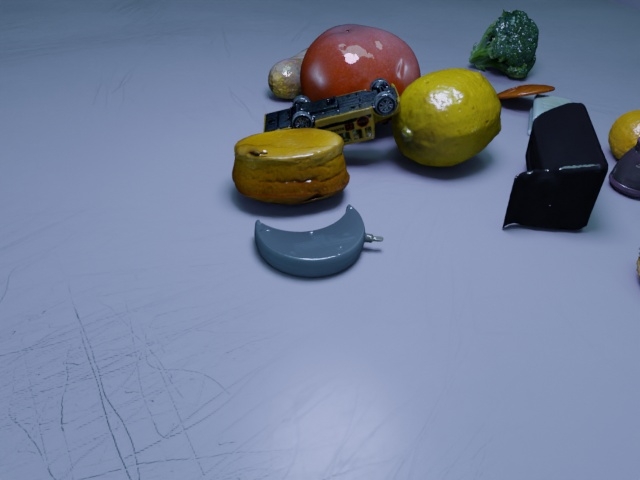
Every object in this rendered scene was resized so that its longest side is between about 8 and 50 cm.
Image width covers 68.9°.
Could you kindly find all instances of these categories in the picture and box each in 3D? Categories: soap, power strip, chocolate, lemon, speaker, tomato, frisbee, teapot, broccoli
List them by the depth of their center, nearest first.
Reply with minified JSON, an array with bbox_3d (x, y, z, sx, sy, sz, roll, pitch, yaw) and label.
[{"bbox_3d":[0.000,0.000,0.939,0.254,0.054,0.167,-9,43,-14],"label":"power strip"},{"bbox_3d":[0.541,-0.183,1.116,0.184,0.179,0.388,9,39,14],"label":"speaker"},{"bbox_3d":[0.819,-0.184,1.156,0.148,0.145,0.116,21,42,20],"label":"teapot"},{"bbox_3d":[0.328,-0.316,1.204,0.320,0.245,0.245,-26,48,-25],"label":"lemon"},{"bbox_3d":[0.879,-0.279,1.285,0.143,0.142,0.187,4,44,0],"label":"lemon"},{"bbox_3d":[0.114,-0.472,1.334,0.342,0.272,0.341,-8,28,4],"label":"tomato"},{"bbox_3d":[0.720,-0.386,1.459,0.119,0.066,0.198,15,41,16],"label":"soap"},{"bbox_3d":[-0.059,-0.568,1.565,0.134,0.134,0.309,26,43,24],"label":"chocolate"},{"bbox_3d":[0.681,-0.504,1.565,0.192,0.035,0.192,-8,16,2],"label":"frisbee"},{"bbox_3d":[0.713,-0.741,1.796,0.246,0.264,0.295,-8,15,47],"label":"broccoli"}]

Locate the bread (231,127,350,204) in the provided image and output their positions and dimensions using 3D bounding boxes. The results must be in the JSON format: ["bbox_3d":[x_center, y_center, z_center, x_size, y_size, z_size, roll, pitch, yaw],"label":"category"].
[{"bbox_3d":[-0.067,-0.167,1.066,0.270,0.142,0.195,-8,32,-10],"label":"bread"}]

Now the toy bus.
[{"bbox_3d":[0.030,-0.299,1.162,0.336,0.122,0.121,-12,39,6],"label":"toy bus"}]

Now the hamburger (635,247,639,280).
[{"bbox_3d":[0.710,0.061,0.872,0.191,0.117,0.181,0,43,1],"label":"hamburger"}]
